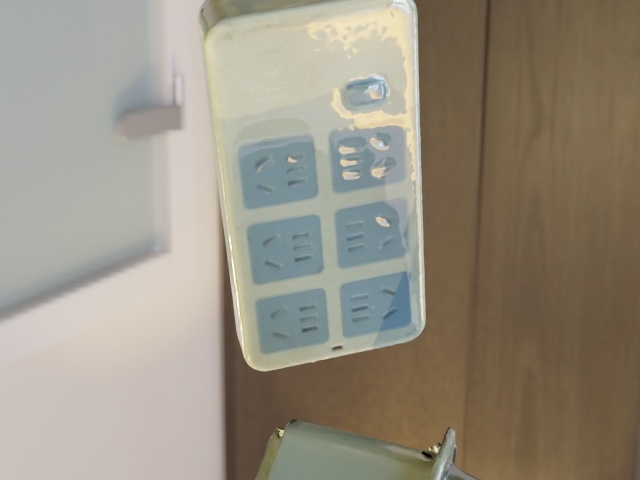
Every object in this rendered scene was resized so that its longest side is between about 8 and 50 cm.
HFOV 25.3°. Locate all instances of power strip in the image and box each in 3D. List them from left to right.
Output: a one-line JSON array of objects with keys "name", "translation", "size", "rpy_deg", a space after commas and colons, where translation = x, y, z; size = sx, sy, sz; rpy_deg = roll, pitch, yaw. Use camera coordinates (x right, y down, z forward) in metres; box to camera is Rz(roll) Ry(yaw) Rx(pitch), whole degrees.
[{"name": "power strip", "translation": [-0.001, -0.037, 0.831], "size": [0.118, 0.270, 0.046], "rpy_deg": [-9, -144, -6]}]

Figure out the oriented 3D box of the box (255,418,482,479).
[{"name": "box", "translation": [0.020, 0.250, 0.779], "size": [0.166, 0.290, 0.220], "rpy_deg": [17, 161, 9]}]
